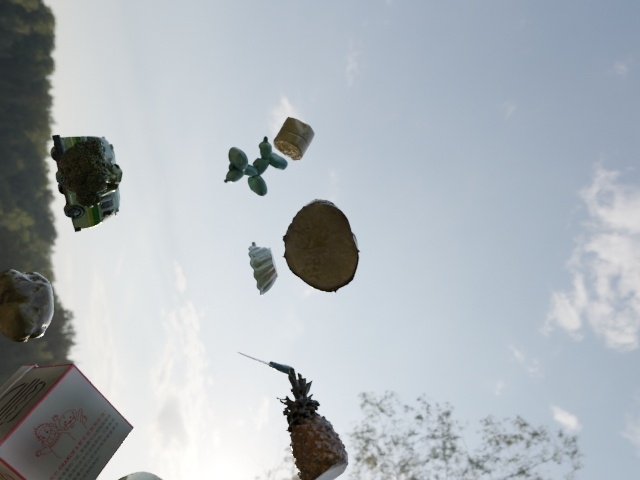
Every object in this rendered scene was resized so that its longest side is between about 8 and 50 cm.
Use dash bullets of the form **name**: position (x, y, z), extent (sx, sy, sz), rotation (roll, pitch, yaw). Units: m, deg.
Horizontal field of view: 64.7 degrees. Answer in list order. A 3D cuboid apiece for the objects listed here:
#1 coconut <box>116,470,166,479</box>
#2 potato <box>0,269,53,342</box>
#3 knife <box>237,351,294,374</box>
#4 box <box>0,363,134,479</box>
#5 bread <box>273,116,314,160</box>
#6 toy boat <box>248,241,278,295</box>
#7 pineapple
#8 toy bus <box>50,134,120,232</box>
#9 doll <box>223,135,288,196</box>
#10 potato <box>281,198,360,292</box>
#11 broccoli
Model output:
- **coconut**: position (-0.309, 0.489, 0.860), extent (0.161, 0.161, 0.162), rotation (50, -14, 41)
- **potato**: position (-0.817, 0.177, 1.389), extent (0.137, 0.155, 0.200), rotation (-25, -104, 34)
- **knife**: position (-0.185, 0.429, 1.770), extent (0.058, 0.244, 0.032), rotation (19, -99, 52)
- **box**: position (-0.804, 0.571, 1.467), extent (0.300, 0.314, 0.312), rotation (-12, -60, 32)
- **bread**: position (-0.114, -0.446, 2.205), extent (0.134, 0.148, 0.141), rotation (-24, -144, 60)
- **toy boat**: position (-0.242, 0.107, 2.147), extent (0.290, 0.100, 0.199), rotation (-112, -174, -57)
- **pineapple**: position (-0.043, 0.535, 1.485), extent (0.340, 0.169, 0.169), rotation (59, -43, 40)
- **toy bus**: position (-0.674, -0.167, 1.468), extent (0.133, 0.165, 0.276), rotation (59, -30, 33)
- **doll**: position (-0.171, -0.185, 1.272), extent (0.159, 0.158, 0.059), rotation (-48, -129, -8)
- **potato**: position (0.000, 0.000, 2.057), extent (0.296, 0.290, 0.396), rotation (-94, 160, -70)
- **broccoli**: position (-0.548, -0.159, 1.202), extent (0.146, 0.138, 0.161), rotation (-18, -113, 48)
